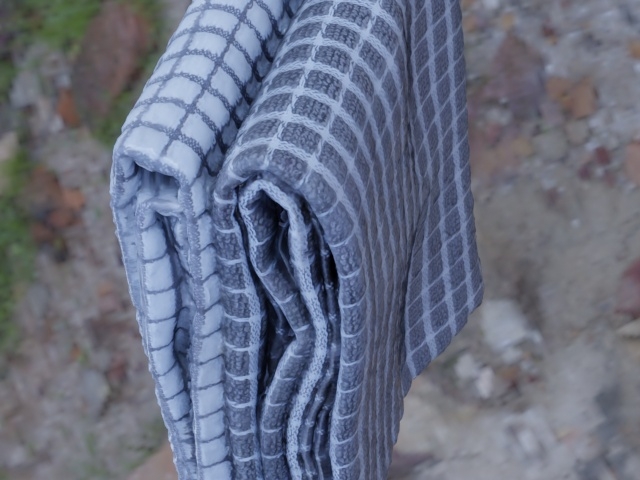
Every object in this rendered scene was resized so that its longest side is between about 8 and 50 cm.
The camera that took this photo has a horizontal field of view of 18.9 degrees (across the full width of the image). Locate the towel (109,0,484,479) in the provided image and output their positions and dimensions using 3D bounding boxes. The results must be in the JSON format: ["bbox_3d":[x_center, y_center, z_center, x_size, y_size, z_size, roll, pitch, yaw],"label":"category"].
[{"bbox_3d":[0.000,0.000,0.927,0.121,0.235,0.284,5,133,13],"label":"towel"}]
